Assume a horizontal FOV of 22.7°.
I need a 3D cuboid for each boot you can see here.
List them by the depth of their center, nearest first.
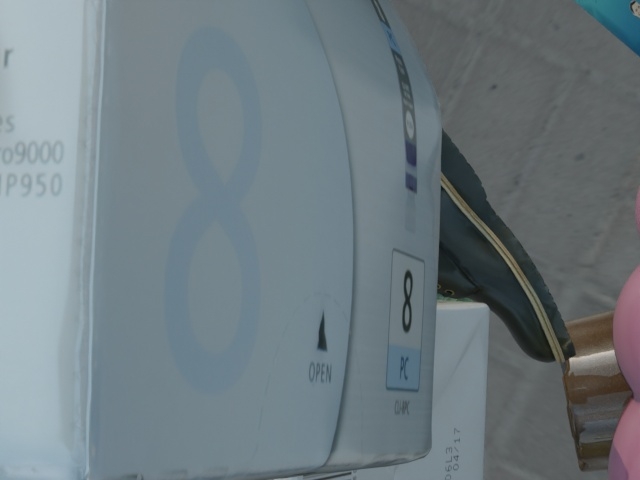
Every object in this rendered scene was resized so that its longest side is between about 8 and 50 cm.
[{"bbox_3d":[0.064,0.024,1.047,0.137,0.077,0.198,-35,96,4],"label":"boot"}]

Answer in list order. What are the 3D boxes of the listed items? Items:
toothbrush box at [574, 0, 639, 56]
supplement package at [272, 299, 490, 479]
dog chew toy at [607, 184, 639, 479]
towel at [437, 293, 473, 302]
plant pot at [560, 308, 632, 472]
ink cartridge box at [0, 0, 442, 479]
[{"bbox_3d":[0.244,-0.275,1.185,0.216,0.126,0.295,-19,52,-33],"label":"toothbrush box"},{"bbox_3d":[-0.078,0.113,0.879,0.293,0.175,0.177,3,92,37],"label":"supplement package"},{"bbox_3d":[0.288,0.080,1.079,0.207,0.206,0.332,-8,96,-1],"label":"dog chew toy"},{"bbox_3d":[0.000,0.000,1.240,0.038,0.248,0.325,-3,46,-31],"label":"towel"},{"bbox_3d":[0.281,0.116,1.299,0.165,0.167,0.167,-11,90,8],"label":"plant pot"},{"bbox_3d":[-0.031,-0.117,0.510,0.091,0.308,0.385,2,85,19],"label":"ink cartridge box"}]
